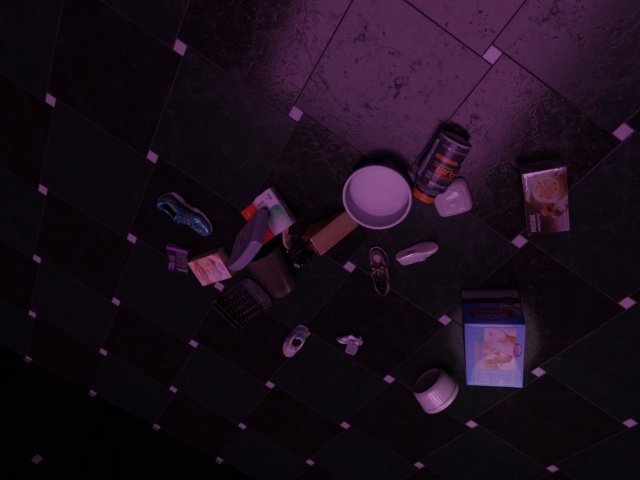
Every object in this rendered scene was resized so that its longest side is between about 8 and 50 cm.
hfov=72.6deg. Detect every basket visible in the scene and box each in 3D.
[{"bbox_3d":[-0.222,0.138,1.989,0.204,0.154,0.227,-17,118,25],"label":"basket"}]

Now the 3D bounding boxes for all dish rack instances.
[{"bbox_3d":[-0.385,0.314,2.186,0.271,0.074,0.208,-34,107,30],"label":"dish rack"}]

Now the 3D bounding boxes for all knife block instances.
[{"bbox_3d":[0.000,0.000,1.781,0.275,0.242,0.088,-22,113,26],"label":"knife block"}]

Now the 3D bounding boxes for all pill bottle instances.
[{"bbox_3d":[0.424,-0.256,1.562,0.130,0.130,0.246,25,121,0],"label":"pill bottle"}]

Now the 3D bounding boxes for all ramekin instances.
[{"bbox_3d":[0.542,0.707,2.082,0.207,0.207,0.109,-39,95,31],"label":"ramekin"}]

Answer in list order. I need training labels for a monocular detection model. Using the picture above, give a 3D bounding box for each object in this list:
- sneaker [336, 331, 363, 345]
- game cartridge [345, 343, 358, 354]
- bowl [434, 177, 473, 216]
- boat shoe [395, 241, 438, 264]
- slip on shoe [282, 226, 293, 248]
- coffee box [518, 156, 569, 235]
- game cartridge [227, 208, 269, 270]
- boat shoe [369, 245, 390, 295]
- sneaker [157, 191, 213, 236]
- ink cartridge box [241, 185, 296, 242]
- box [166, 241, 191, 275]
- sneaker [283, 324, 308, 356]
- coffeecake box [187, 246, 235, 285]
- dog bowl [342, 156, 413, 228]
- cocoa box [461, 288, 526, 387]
[{"bbox_3d":[0.144,0.475,2.150,0.135,0.052,0.058,5,112,5],"label":"sneaker"},{"bbox_3d":[0.159,0.541,2.200,0.055,0.017,0.083,19,124,9],"label":"game cartridge"},{"bbox_3d":[0.499,-0.155,1.656,0.141,0.053,0.142,-15,117,24],"label":"bowl"},{"bbox_3d":[0.407,0.061,1.810,0.184,0.066,0.063,-24,125,25],"label":"boat shoe"},{"bbox_3d":[-0.142,-0.025,1.925,0.041,0.051,0.136,-1,112,19],"label":"slip on shoe"},{"bbox_3d":[0.791,-0.153,1.543,0.141,0.098,0.247,-8,118,20],"label":"coffee box"},{"bbox_3d":[-0.313,0.011,1.865,0.062,0.198,0.297,27,142,-20],"label":"game cartridge"},{"bbox_3d":[0.260,0.135,1.890,0.081,0.069,0.228,-7,118,20],"label":"boat shoe"},{"bbox_3d":[-0.618,-0.103,1.978,0.275,0.110,0.107,37,123,-8],"label":"sneaker"},{"bbox_3d":[-0.235,-0.100,1.880,0.224,0.056,0.181,-33,92,29],"label":"ink cartridge box"},{"bbox_3d":[-0.705,0.093,2.172,0.115,0.029,0.162,14,122,9],"label":"box"},{"bbox_3d":[-0.140,0.531,2.235,0.087,0.092,0.229,26,125,-3],"label":"sneaker"},{"bbox_3d":[-0.524,0.127,2.116,0.185,0.068,0.143,-18,113,24],"label":"coffeecake box"},{"bbox_3d":[0.224,-0.182,1.688,0.264,0.104,0.265,8,122,12],"label":"dog bowl"},{"bbox_3d":[0.720,0.410,1.828,0.231,0.228,0.348,-2,120,17],"label":"cocoa box"}]
